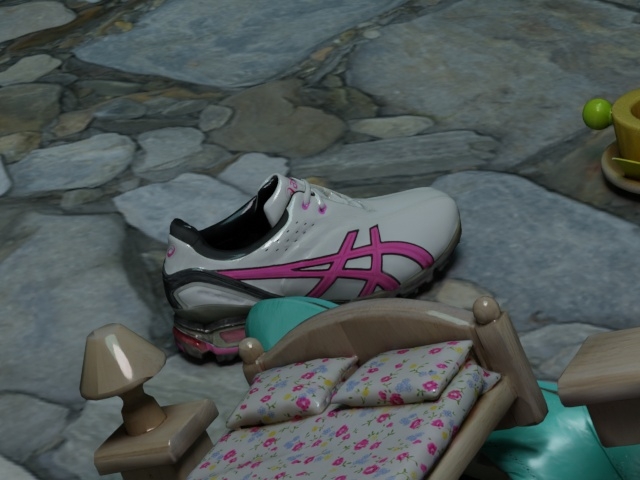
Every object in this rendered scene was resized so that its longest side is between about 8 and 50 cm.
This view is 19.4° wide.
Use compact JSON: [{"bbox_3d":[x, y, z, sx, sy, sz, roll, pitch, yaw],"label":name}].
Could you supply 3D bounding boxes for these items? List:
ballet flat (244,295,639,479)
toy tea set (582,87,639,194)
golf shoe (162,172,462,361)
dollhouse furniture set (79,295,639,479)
[{"bbox_3d":[0.035,0.089,0.879,0.247,0.083,0.087,16,51,40],"label":"ballet flat"},{"bbox_3d":[0.331,-0.098,1.096,0.336,0.124,0.200,11,34,31],"label":"toy tea set"},{"bbox_3d":[0.000,0.000,1.042,0.186,0.086,0.067,-21,30,-25],"label":"golf shoe"},{"bbox_3d":[-0.080,0.082,0.707,0.356,0.173,0.303,-13,20,32],"label":"dollhouse furniture set"}]
